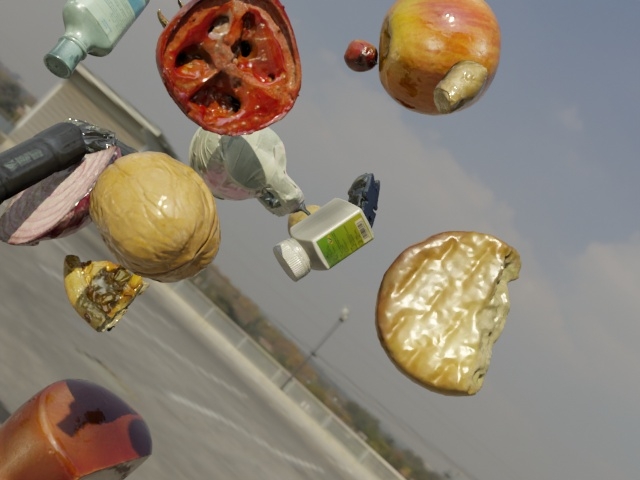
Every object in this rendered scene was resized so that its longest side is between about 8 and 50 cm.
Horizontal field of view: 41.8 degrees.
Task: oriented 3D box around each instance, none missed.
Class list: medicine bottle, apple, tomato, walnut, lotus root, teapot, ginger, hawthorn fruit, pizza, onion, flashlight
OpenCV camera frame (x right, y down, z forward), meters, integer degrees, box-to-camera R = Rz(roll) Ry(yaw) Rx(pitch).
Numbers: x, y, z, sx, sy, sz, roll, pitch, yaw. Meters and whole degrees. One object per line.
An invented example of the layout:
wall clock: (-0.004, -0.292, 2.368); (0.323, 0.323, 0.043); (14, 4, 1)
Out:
medicine bottle: (0.000, 0.000, 1.766); (0.088, 0.188, 0.132); (62, -14, -25)
apple: (0.242, -0.401, 1.761); (0.233, 0.285, 0.286); (4, -1, -12)
tomato: (-0.144, -0.274, 1.266); (0.228, 0.228, 0.101); (47, -13, -30)
walnut: (-0.222, -0.034, 1.135); (0.197, 0.165, 0.165); (51, -1, 41)
lotus root: (-0.019, -0.035, 2.359); (0.118, 0.125, 0.221); (12, 8, -28)
teapot: (-0.136, -0.126, 1.549); (0.178, 0.163, 0.221); (14, -56, 66)
ginger: (0.241, -0.264, 1.431); (0.069, 0.095, 0.190); (30, 22, 6)
hawthorn fruit: (0.090, -0.403, 1.834); (0.077, 0.077, 0.077); (42, -8, 7)
pizza: (-0.415, 0.094, 1.641); (0.062, 0.161, 0.182); (104, -27, -47)
onion: (-0.500, -0.058, 1.647); (0.250, 0.247, 0.111); (-6, -45, 31)
medicine bottle: (-0.310, -0.309, 1.163); (0.054, 0.208, 0.090); (5, -37, 32)
flashlight: (-0.587, -0.106, 1.516); (0.103, 0.424, 0.103); (16, -55, 25)

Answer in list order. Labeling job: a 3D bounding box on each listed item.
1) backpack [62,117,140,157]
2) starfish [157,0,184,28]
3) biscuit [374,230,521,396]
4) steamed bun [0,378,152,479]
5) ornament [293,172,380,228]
backpack: (-0.541, -0.175, 2.069); (0.258, 0.206, 0.133); (24, 31, -23)
starfish: (-0.272, -0.434, 1.876); (0.241, 0.043, 0.227); (-14, -57, 41)
biscuit: (0.199, 0.105, 1.357); (0.213, 0.274, 0.091); (23, -14, 17)
steamed bun: (-0.568, 0.452, 1.881); (0.248, 0.235, 0.379); (52, 13, 15)
ornament: (0.029, -0.088, 2.217); (0.236, 0.202, 0.080); (-5, -33, 29)
